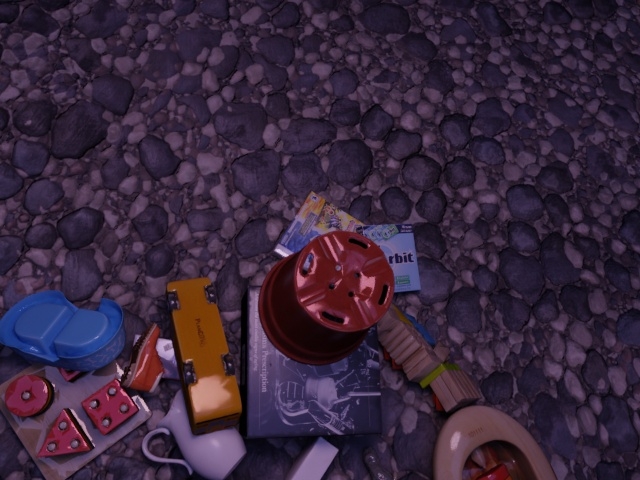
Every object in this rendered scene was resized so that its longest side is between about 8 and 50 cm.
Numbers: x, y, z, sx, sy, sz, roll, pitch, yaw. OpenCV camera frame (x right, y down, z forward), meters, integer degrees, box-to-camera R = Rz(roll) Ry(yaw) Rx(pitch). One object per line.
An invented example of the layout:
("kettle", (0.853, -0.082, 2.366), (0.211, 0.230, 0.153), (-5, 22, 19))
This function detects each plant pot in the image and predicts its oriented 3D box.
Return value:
("plant pot", (0.019, 0.113, 1.221), (0.272, 0.265, 0.272), (4, 72, -12))

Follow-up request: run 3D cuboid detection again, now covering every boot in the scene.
("boot", (-0.392, 0.271, 1.335), (0.085, 0.059, 0.158), (28, 63, -24))

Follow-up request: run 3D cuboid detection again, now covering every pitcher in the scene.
("pitcher", (-0.289, 0.468, 1.325), (0.207, 0.125, 0.178), (38, 84, 12))

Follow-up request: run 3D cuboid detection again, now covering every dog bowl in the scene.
("dog bowl", (-0.567, 0.204, 1.291), (0.297, 0.074, 0.166), (7, 44, 17))

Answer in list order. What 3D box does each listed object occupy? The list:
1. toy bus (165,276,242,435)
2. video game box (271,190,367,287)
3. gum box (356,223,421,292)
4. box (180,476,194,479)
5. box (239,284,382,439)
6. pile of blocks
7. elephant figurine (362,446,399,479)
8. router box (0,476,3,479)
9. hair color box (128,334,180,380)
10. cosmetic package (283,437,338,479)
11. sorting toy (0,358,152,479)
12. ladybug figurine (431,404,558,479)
("toy bus", (-0.269, 0.252, 1.309), (0.108, 0.130, 0.332), (-9, 58, -21))
("video game box", (0.000, 0.000, 1.554), (0.187, 0.048, 0.205), (32, 70, -5))
("gum box", (0.184, 0.050, 1.557), (0.157, 0.041, 0.184), (-3, 81, -23))
("box", (-0.356, 0.566, 1.276), (0.162, 0.116, 0.029), (-14, 80, -15))
("box", (-0.030, 0.290, 1.394), (0.312, 0.179, 0.343), (2, 74, -13))
("pile of blocks", (0.248, 0.304, 1.504), (0.362, 0.149, 0.112), (48, 113, 13))
("elephant figurine", (0.191, 0.637, 1.371), (0.169, 0.239, 0.186), (16, 97, -24))
("router box", (-0.687, 0.542, 1.223), (0.038, 0.092, 0.122), (-36, 85, -19))
("hair color box", (-0.366, 0.285, 1.388), (0.167, 0.053, 0.093), (10, 73, -8))
("cosmetic package", (-0.056, 0.572, 1.349), (0.060, 0.099, 0.239), (37, 70, -1))
("sorting toy", (-0.560, 0.368, 1.302), (0.255, 0.089, 0.257), (-35, 84, -19))
("ladybug figurine", (0.421, 0.623, 1.405), (0.305, 0.162, 0.449), (-18, 78, -17))
